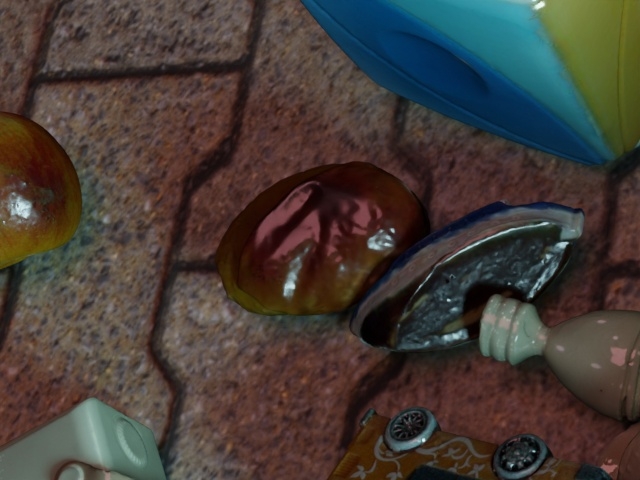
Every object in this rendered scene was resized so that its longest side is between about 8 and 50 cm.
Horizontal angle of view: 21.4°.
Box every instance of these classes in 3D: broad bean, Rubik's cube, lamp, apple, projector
[{"bbox_3d":[0.002,0.003,1.763,0.229,0.122,0.156,-24,69,17],"label":"broad bean"},{"bbox_3d":[0.196,-0.319,1.692,0.352,0.352,0.347,22,77,34],"label":"Rubik's cube"},{"bbox_3d":[0.245,0.105,1.600,0.193,0.106,0.106,16,73,23],"label":"lamp"},{"bbox_3d":[-0.363,-0.058,1.918,0.160,0.195,0.173,-23,88,42],"label":"apple"},{"bbox_3d":[-0.252,0.286,1.719,0.243,0.163,0.177,-29,58,15],"label":"projector"}]

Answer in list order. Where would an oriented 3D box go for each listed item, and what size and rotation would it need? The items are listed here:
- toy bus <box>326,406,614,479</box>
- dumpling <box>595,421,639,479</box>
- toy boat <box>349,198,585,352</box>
[{"bbox_3d":[0.134,0.262,1.513,0.275,0.138,0.167,8,51,42],"label":"toy bus"},{"bbox_3d":[0.319,0.233,1.519,0.150,0.092,0.176,-36,61,29],"label":"dumpling"},{"bbox_3d":[0.144,0.031,1.699,0.262,0.114,0.115,-32,22,5],"label":"toy boat"}]
